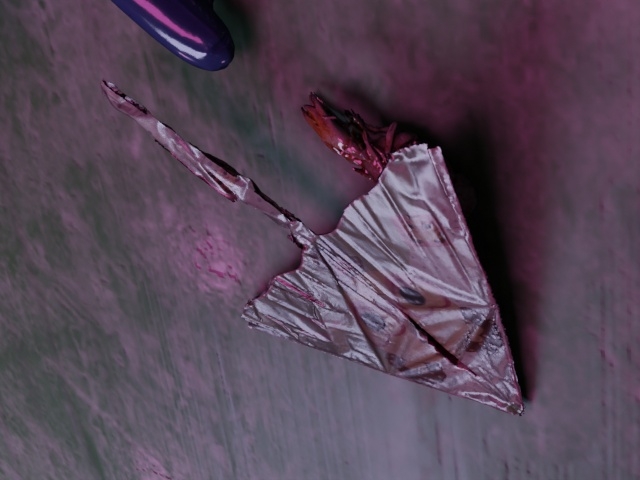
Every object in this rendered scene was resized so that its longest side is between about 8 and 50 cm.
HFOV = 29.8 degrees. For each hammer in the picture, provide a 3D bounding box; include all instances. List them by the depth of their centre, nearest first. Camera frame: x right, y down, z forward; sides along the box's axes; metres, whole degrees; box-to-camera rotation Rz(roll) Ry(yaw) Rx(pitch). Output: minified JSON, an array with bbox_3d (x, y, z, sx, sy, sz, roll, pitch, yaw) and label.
[{"bbox_3d":[-0.112,-0.143,0.527,0.194,0.069,0.116,41,169,-11],"label":"hammer"}]

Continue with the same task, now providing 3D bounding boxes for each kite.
[{"bbox_3d":[-0.001,0.001,0.554,0.250,0.012,0.229,37,148,-2],"label":"kite"}]

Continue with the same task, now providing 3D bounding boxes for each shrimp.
[{"bbox_3d":[0.025,-0.038,0.515,0.092,0.038,0.029,31,92,20],"label":"shrimp"}]
